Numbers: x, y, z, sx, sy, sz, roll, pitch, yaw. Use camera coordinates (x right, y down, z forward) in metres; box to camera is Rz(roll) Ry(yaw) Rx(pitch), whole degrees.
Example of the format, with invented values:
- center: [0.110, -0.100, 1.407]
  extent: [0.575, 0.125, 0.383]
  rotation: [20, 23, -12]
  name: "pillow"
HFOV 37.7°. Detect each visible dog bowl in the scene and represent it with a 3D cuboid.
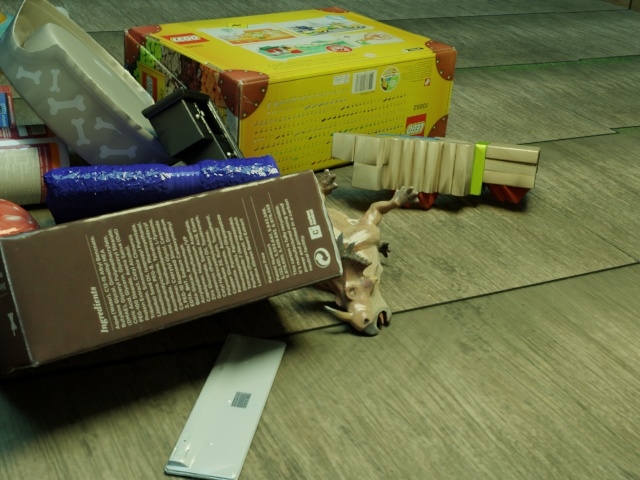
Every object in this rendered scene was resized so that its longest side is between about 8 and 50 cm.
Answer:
- center: [-0.362, -0.226, 1.477]
  extent: [0.102, 0.349, 0.349]
  rotation: [-42, 31, 5]
  name: "dog bowl"

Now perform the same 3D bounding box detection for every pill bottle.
- center: [-0.493, -0.108, 1.397]
  extent: [0.221, 0.121, 0.121]
  rotation: [-7, 28, -22]
  name: "pill bottle"

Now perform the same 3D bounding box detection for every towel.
- center: [-0.218, -0.072, 1.300]
  extent: [0.308, 0.076, 0.227]
  rotation: [-4, -10, -12]
  name: "towel"

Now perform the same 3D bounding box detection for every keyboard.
- center: [-0.096, 0.173, 1.012]
  extent: [0.072, 0.014, 0.256]
  rotation: [12, 27, 4]
  name: "keyboard"

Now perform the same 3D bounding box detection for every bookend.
- center: [-0.180, -0.142, 1.415]
  extent: [0.072, 0.156, 0.157]
  rotation: [-29, -1, 9]
  name: "bookend"

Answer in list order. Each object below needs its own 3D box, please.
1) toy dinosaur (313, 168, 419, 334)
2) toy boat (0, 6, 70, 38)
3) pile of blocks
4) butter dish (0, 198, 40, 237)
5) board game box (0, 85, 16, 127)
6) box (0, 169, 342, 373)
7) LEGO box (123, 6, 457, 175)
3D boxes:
- center: [0.000, 0.000, 1.265]
  extent: [0.296, 0.127, 0.200]
  rotation: [20, 36, 40]
  name: "toy dinosaur"
- center: [-0.686, -0.447, 2.030]
  extent: [0.318, 0.148, 0.267]
  rotation: [9, 26, 9]
  name: "toy boat"
- center: [0.190, -0.110, 1.541]
  extent: [0.362, 0.112, 0.149]
  rotation: [4, 11, -9]
  name: "pile of blocks"
- center: [-0.431, -0.009, 1.207]
  extent: [0.160, 0.118, 0.160]
  rotation: [26, 33, 38]
  name: "butter dish"
- center: [-0.643, -0.232, 1.736]
  extent: [0.145, 0.027, 0.281]
  rotation: [-6, 28, -18]
  name: "board game box"
- center: [-0.189, 0.033, 1.060]
  extent: [0.381, 0.143, 0.191]
  rotation: [-17, 1, -35]
  name: "box"
- center: [-0.057, -0.288, 1.752]
  extent: [0.500, 0.193, 0.372]
  rotation: [-16, 33, -36]
  name: "LEGO box"
